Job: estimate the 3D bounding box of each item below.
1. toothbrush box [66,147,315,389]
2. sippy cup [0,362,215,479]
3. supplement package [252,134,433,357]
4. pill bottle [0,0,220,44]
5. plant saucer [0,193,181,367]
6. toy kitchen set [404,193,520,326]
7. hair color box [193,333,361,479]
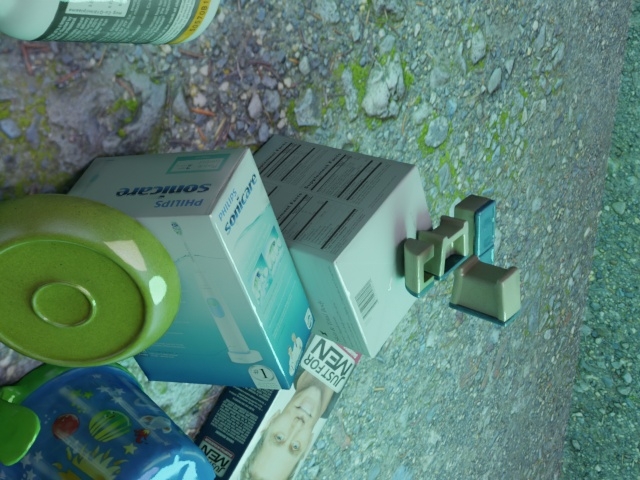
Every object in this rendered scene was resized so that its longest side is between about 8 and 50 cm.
[{"bbox_3d":[-0.157,0.043,0.881,0.126,0.216,0.295,-70,149,-43],"label":"toothbrush box"},{"bbox_3d":[-0.259,0.285,0.870,0.306,0.224,0.240,-4,107,-50],"label":"sippy cup"},{"bbox_3d":[0.000,0.000,1.034,0.198,0.263,0.199,-49,137,-28],"label":"supplement package"},{"bbox_3d":[-0.245,-0.278,0.702,0.278,0.162,0.162,-15,116,-48],"label":"pill bottle"},{"bbox_3d":[-0.275,0.060,0.772,0.037,0.241,0.241,-93,171,-54],"label":"plant saucer"},{"bbox_3d":[0.227,0.043,0.982,0.207,0.166,0.122,-32,128,-41],"label":"toy kitchen set"},{"bbox_3d":[-0.060,0.257,1.201,0.347,0.105,0.174,-60,141,-14],"label":"hair color box"}]
